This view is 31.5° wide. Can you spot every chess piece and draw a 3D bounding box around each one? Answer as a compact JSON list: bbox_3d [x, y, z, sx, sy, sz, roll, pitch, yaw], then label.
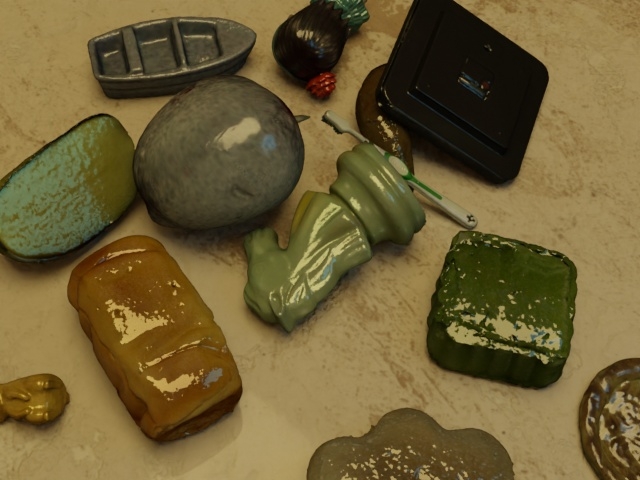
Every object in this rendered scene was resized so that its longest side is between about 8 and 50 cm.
[{"bbox_3d":[0.000,0.000,1.722,0.298,0.176,0.176,-39,67,-10],"label":"chess piece"}]

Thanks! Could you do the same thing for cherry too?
[{"bbox_3d":[-0.147,-0.134,1.735,0.296,0.218,0.255,-35,42,-12],"label":"cherry"}]

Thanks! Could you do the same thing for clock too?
[{"bbox_3d":[0.245,-0.261,1.882,0.278,0.049,0.273,31,58,-14],"label":"clock"}]

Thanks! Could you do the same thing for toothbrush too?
[{"bbox_3d":[0.127,-0.111,1.795,0.304,0.030,0.030,35,60,-7],"label":"toothbrush"}]

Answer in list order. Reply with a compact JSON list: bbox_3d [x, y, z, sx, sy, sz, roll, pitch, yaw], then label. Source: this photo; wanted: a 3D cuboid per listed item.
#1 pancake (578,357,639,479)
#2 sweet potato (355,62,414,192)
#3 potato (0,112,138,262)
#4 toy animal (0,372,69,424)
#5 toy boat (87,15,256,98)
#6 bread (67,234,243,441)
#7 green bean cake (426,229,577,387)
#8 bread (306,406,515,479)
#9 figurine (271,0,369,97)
[{"bbox_3d":[0.495,0.281,1.634,0.250,0.031,0.250,2,57,-3],"label":"pancake"},{"bbox_3d":[0.120,-0.223,1.885,0.124,0.098,0.310,14,61,-4],"label":"sweet potato"},{"bbox_3d":[-0.406,-0.073,1.741,0.111,0.160,0.272,3,41,51],"label":"potato"},{"bbox_3d":[-0.440,0.223,1.593,0.159,0.083,0.070,-3,86,7],"label":"toy animal"},{"bbox_3d":[-0.247,-0.314,1.924,0.282,0.078,0.127,-10,59,-10],"label":"toy boat"},{"bbox_3d":[-0.239,0.139,1.615,0.166,0.132,0.294,-22,61,-24],"label":"bread"},{"bbox_3d":[0.271,0.099,1.683,0.214,0.113,0.200,11,59,4],"label":"green bean cake"},{"bbox_3d":[0.154,0.328,1.540,0.337,0.102,0.183,18,59,6],"label":"bread"},{"bbox_3d":[0.012,-0.365,1.961,0.138,0.110,0.246,35,54,-4],"label":"figurine"}]
